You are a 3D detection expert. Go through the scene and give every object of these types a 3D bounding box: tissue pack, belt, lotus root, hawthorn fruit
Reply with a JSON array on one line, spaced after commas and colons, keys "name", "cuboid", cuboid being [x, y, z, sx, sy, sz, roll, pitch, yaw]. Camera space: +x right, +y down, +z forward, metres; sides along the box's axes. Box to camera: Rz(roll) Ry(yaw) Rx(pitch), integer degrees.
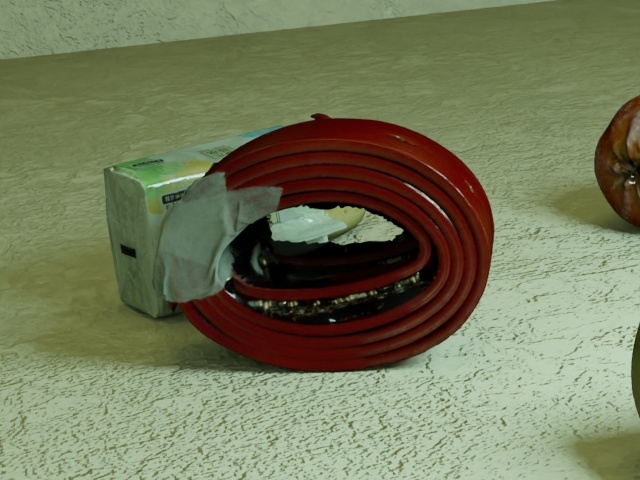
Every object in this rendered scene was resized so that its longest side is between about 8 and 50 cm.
[{"name": "tissue pack", "cuboid": [-0.096, -0.019, 1.590, 0.229, 0.159, 0.145, -16, 21, -33]}, {"name": "belt", "cuboid": [0.000, 0.000, 1.385, 0.324, 0.227, 0.115, -1, 15, 8]}, {"name": "lotus root", "cuboid": [0.012, -0.034, 1.781, 0.073, 0.062, 0.150, -21, 2, 40]}, {"name": "hawthorn fruit", "cuboid": [0.410, -0.096, 1.699, 0.173, 0.173, 0.173, -4, 17, 1]}]

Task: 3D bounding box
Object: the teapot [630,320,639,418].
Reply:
[{"name": "teapot", "cuboid": [0.352, 0.104, 1.070, 0.175, 0.185, 0.267, 19, 41, -22]}]
